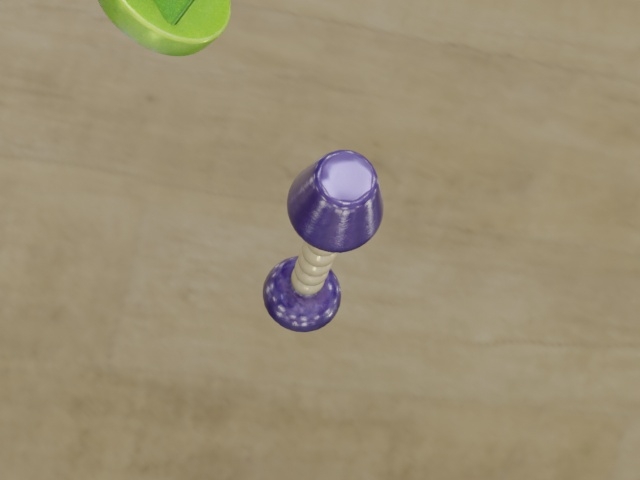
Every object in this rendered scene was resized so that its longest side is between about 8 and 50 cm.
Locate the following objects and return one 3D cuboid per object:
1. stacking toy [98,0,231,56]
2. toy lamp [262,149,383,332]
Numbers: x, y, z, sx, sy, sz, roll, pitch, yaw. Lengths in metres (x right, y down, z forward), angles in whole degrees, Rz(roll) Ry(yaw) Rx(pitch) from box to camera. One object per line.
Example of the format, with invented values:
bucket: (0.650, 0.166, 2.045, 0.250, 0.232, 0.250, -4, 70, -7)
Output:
stacking toy: (-0.227, -0.269, 1.786, 0.309, 0.279, 0.130, 14, 141, -32)
toy lamp: (0.000, 0.000, 1.622, 0.080, 0.274, 0.080, 3, 68, -9)
